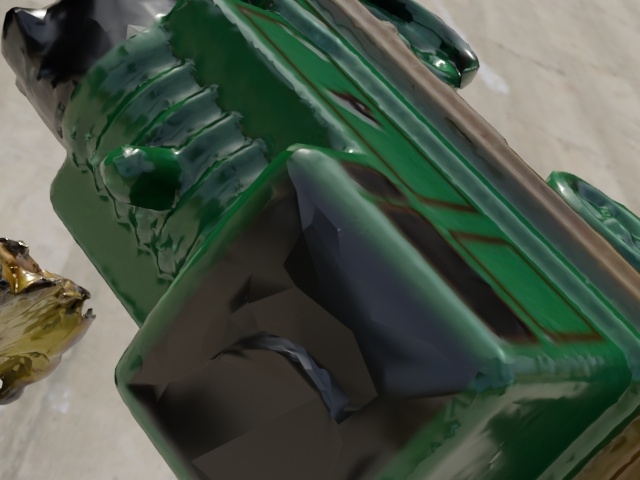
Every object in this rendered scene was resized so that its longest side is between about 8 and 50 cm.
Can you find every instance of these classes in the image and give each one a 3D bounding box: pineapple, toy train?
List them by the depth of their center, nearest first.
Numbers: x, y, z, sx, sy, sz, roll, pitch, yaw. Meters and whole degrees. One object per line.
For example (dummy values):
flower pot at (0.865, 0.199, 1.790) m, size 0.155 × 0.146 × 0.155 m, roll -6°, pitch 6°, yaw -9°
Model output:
toy train at (0.000, 0.000, 0.499) m, size 0.429 × 0.178 × 0.249 m, roll 49°, pitch 22°, yaw 26°
pineapple at (-0.242, 0.063, 0.690) m, size 0.225 × 0.225 × 0.076 m, roll -11°, pitch 62°, yaw -50°
